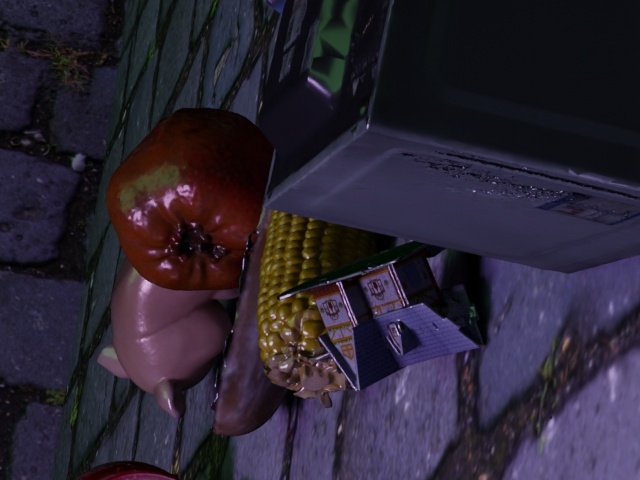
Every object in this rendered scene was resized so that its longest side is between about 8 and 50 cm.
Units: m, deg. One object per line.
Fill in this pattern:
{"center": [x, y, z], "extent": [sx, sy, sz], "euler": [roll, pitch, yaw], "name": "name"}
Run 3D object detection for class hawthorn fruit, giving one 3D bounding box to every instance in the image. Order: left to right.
{"center": [-0.129, -0.065, 1.895], "extent": [0.243, 0.207, 0.207], "euler": [-91, 19, -52], "name": "hawthorn fruit"}

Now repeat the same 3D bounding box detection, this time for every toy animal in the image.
{"center": [-0.174, 0.070, 2.034], "extent": [0.166, 0.154, 0.250], "euler": [-144, 64, -66], "name": "toy animal"}

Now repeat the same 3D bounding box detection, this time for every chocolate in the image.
{"center": [-0.041, 0.073, 1.653], "extent": [0.161, 0.083, 0.261], "euler": [-38, -38, -85], "name": "chocolate"}

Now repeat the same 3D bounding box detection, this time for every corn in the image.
{"center": [0.000, 0.000, 1.509], "extent": [0.106, 0.106, 0.305], "euler": [119, 160, -49], "name": "corn"}

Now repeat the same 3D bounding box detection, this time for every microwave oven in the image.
{"center": [0.105, -0.099, 0.924], "extent": [0.295, 0.237, 0.181], "euler": [152, 130, -77], "name": "microwave oven"}

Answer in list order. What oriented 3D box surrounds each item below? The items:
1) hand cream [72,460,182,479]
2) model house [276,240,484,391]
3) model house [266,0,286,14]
{"center": [-0.210, 0.340, 1.864], "extent": [0.125, 0.193, 0.193], "euler": [176, 107, -78], "name": "hand cream"}
{"center": [0.062, 0.050, 1.261], "extent": [0.167, 0.117, 0.088], "euler": [-20, 92, 49], "name": "model house"}
{"center": [0.095, -0.289, 1.203], "extent": [0.303, 0.215, 0.237], "euler": [-87, 16, -51], "name": "model house"}
